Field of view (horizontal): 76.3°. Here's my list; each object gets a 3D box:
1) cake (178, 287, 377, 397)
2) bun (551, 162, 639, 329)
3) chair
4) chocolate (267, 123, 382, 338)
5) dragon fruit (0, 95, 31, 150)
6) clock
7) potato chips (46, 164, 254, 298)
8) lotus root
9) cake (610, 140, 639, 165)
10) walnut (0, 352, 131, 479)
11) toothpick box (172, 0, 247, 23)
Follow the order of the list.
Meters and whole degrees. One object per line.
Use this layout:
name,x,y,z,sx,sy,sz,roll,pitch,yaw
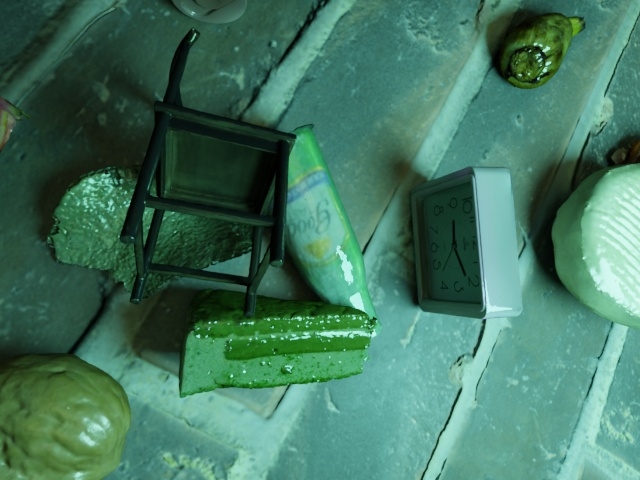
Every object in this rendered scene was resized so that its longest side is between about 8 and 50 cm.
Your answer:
cake,-0.047,0.129,0.479,0.236,0.099,0.100,8,105,-5
bun,0.508,0.012,0.681,0.288,0.146,0.287,2,83,-14
chair,-0.113,-0.070,0.435,0.142,0.154,0.260,11,57,-16
chocolate,0.000,0.000,0.545,0.110,0.110,0.291,-27,97,-18
dragon fruit,-0.422,-0.101,0.365,0.227,0.224,0.224,-33,95,-6
clock,0.198,0.007,0.579,0.063,0.150,0.197,-1,86,-21
potato chips,-0.195,-0.010,0.500,0.229,0.059,0.167,24,70,-5
lotus root,0.385,-0.338,0.707,0.191,0.095,0.108,-42,122,-25
cake,0.668,-0.064,0.764,0.135,0.098,0.287,-28,93,-18
walnut,-0.281,0.191,0.412,0.167,0.149,0.166,1,101,4
toothpick box,-0.144,-0.382,0.531,0.099,0.098,0.148,2,84,-18
